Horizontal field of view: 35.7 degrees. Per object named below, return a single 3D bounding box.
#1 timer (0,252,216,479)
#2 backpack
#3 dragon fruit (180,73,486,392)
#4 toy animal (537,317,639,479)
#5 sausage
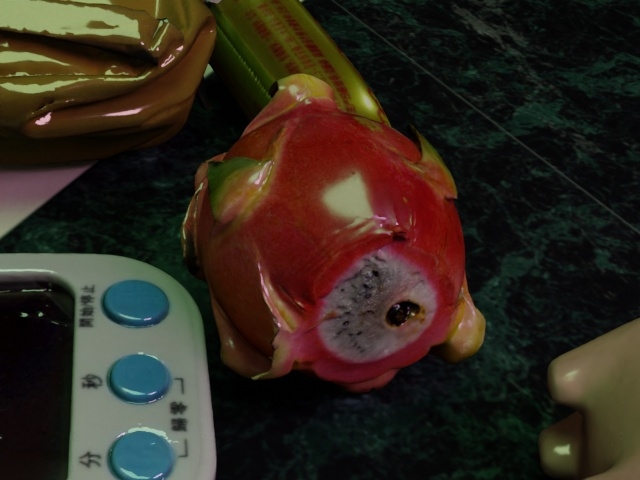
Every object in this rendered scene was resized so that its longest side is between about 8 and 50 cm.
[{"bbox_3d":[-0.194,0.115,0.668,0.237,0.087,0.262,-1,41,-11],"label":"timer"},{"bbox_3d":[-0.293,-0.206,0.934,0.378,0.201,0.353,-1,43,-14],"label":"backpack"},{"bbox_3d":[0.004,0.001,0.748,0.224,0.224,0.227,-3,33,-12],"label":"dragon fruit"},{"bbox_3d":[0.274,0.179,0.596,0.269,0.237,0.326,-2,38,5],"label":"toy animal"},{"bbox_3d":[-0.011,-0.132,0.952,0.117,0.125,0.317,-39,50,4],"label":"sausage"}]
